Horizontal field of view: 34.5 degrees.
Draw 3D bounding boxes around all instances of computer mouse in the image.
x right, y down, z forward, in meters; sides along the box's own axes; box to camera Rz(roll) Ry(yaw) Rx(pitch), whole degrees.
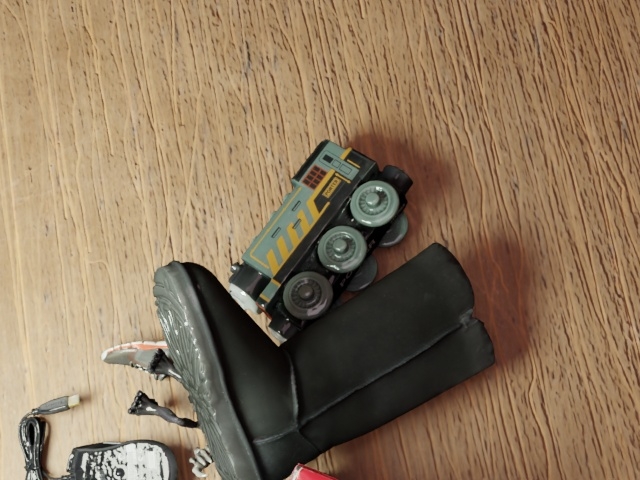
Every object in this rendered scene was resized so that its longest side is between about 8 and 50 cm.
[{"bbox_3d":[-0.344,0.325,1.599,0.262,0.060,0.184,-13,79,12],"label":"computer mouse"}]

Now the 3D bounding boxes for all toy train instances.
[{"bbox_3d":[0.000,0.000,1.627,0.190,0.142,0.334,33,82,23],"label":"toy train"}]

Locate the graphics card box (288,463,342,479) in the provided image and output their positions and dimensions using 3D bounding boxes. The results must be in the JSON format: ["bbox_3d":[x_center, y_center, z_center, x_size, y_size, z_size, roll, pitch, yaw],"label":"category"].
[{"bbox_3d":[-0.018,0.432,1.391,0.094,0.371,0.232,20,77,8],"label":"graphics card box"}]

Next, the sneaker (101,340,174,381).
[{"bbox_3d":[-0.268,0.191,1.627,0.158,0.061,0.064,-5,82,3],"label":"sneaker"}]

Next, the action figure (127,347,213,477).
[{"bbox_3d":[-0.148,0.277,1.547,0.276,0.141,0.164,26,88,1],"label":"action figure"}]

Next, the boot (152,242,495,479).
[{"bbox_3d":[0.019,0.116,1.455,0.445,0.146,0.366,-25,115,-21],"label":"boot"}]
